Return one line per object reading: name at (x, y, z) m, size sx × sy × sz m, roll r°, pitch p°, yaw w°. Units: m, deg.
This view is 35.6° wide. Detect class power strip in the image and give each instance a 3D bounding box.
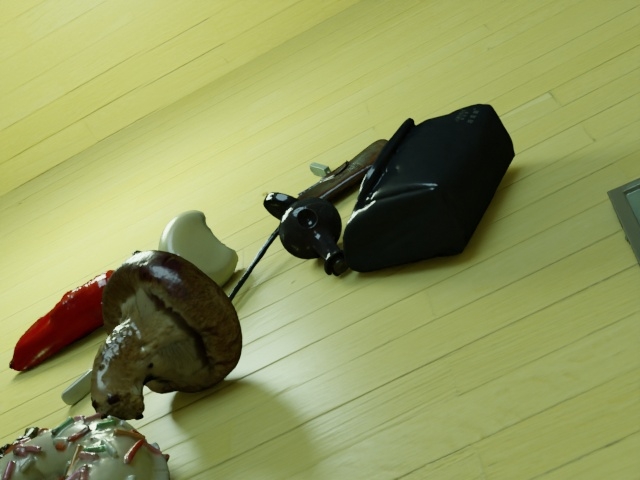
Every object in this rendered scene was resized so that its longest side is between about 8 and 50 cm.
power strip at (0.002, -0.153, 2.181) m, size 0.017 × 0.027 × 0.083 m, roll -38°, pitch 26°, yaw -17°

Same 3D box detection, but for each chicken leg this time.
chicken leg at (-0.519, 0.368, 1.721) m, size 0.093 × 0.070 × 0.178 m, roll -52°, pitch 6°, yaw 14°

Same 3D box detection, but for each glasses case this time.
glasses case at (-0.445, 0.272, 1.855) m, size 0.083 × 0.032 × 0.021 m, roll -41°, pitch 22°, yaw -22°

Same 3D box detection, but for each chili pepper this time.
chili pepper at (-0.501, 0.155, 2.076) m, size 0.387 × 0.110 × 0.110 m, roll -32°, pitch 23°, yaw 11°

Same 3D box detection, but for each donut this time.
donut at (-0.389, 0.396, 1.411) m, size 0.383 × 0.142 × 0.382 m, roll -24°, pitch 24°, yaw 12°

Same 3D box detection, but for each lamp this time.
lamp at (-0.152, 0.038, 1.880) m, size 0.371 × 0.108 × 0.130 m, roll -45°, pitch 24°, yaw -29°

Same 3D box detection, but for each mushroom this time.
mushroom at (-0.258, 0.143, 1.611) m, size 0.267 × 0.267 × 0.254 m, roll -25°, pitch 6°, yaw 14°

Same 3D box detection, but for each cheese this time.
cheese at (-0.263, 0.055, 1.929) m, size 0.249 × 0.163 × 0.071 m, roll -55°, pitch 0°, yaw -41°

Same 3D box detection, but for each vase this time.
vase at (0.000, 0.000, 1.795) m, size 0.120 × 0.120 × 0.183 m, roll -33°, pitch 41°, yaw -6°

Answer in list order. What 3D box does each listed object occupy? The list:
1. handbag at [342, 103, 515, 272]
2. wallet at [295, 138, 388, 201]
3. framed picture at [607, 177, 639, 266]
handbag at (0.158, -0.100, 1.701) m, size 0.275 × 0.178 × 0.302 m, roll -12°, pitch 30°, yaw 37°
wallet at (0.048, -0.130, 2.074) m, size 0.255 × 0.031 × 0.137 m, roll -33°, pitch 20°, yaw -8°
framed picture at (0.559, -0.021, 1.258) m, size 0.326 × 0.028 × 0.446 m, roll -24°, pitch 24°, yaw 15°
